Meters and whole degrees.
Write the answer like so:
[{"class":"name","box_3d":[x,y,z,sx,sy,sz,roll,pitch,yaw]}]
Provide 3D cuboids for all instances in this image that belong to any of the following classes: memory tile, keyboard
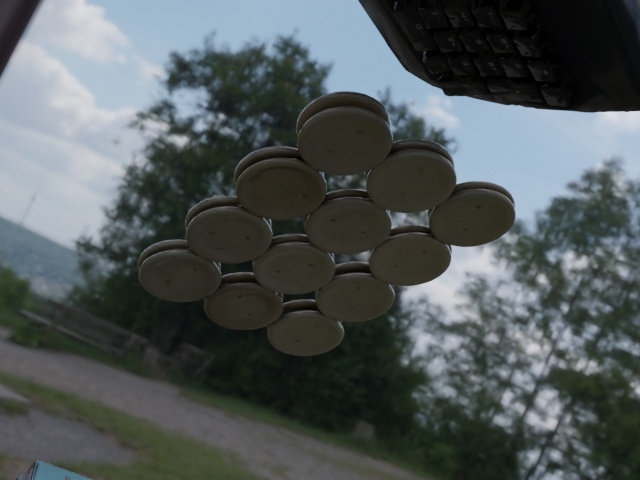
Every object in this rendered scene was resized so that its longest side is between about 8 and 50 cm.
[{"class":"memory tile","box_3d":[0.000,0.000,0.461,0.113,0.012,0.148,26,-46,-32]},{"class":"keyboard","box_3d":[0.034,-0.151,0.302,0.202,0.033,0.317,5,-35,43]}]

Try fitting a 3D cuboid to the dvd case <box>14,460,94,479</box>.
[{"class":"dvd case","box_3d":[-0.101,0.127,0.456,0.087,0.013,0.119,27,-37,-21]}]
